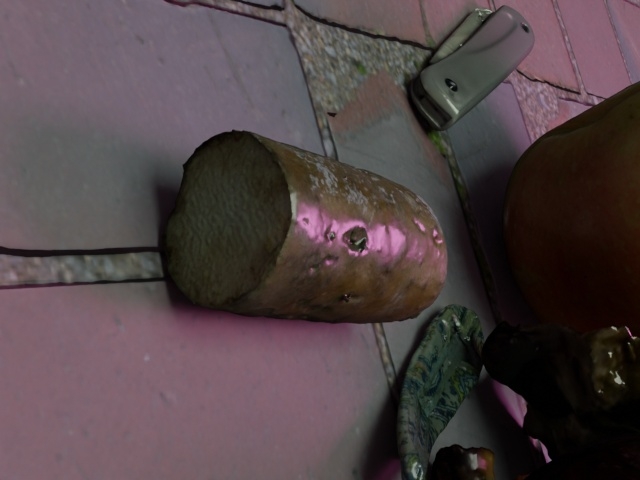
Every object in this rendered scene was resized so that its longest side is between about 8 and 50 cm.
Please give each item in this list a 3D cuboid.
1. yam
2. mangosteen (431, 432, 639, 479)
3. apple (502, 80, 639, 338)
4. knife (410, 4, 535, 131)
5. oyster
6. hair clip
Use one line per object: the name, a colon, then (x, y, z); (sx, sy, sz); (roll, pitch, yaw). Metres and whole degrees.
yam: (0.000, 0.000, 0.699); (0.194, 0.107, 0.107); (11, 63, -52)
mangosteen: (0.193, 0.262, 0.690); (0.297, 0.293, 0.297); (14, 90, -81)
apple: (0.324, -0.007, 0.974); (0.319, 0.319, 0.277); (-32, 96, -56)
knife: (0.149, -0.176, 1.066); (0.073, 0.041, 0.265); (51, 36, -6)
oyster: (0.250, 0.218, 0.885); (0.096, 0.221, 0.361); (-38, 124, -33)
hair clip: (0.085, 0.116, 0.812); (0.066, 0.036, 0.229); (65, 26, -15)
